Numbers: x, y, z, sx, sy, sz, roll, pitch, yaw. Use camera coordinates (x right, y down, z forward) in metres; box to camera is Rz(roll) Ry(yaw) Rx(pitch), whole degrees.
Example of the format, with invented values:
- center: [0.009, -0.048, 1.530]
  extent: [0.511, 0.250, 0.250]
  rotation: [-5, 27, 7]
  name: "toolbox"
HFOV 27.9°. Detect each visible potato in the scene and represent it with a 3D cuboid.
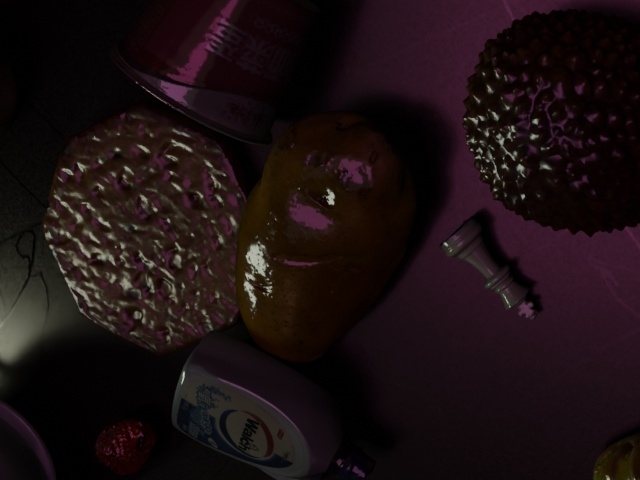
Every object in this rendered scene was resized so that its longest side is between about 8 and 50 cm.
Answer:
- center: [0.000, 0.000, 1.638]
  extent: [0.176, 0.195, 0.369]
  rotation: [57, 135, 44]
  name: "potato"

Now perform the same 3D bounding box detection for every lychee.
- center: [0.280, -0.129, 1.425]
  extent: [0.267, 0.267, 0.268]
  rotation: [6, 105, 22]
  name: "lychee"

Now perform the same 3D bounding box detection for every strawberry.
- center: [-0.281, 0.294, 1.867]
  extent: [0.096, 0.083, 0.083]
  rotation: [-27, 91, 22]
  name: "strawberry"

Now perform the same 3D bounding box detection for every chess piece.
- center: [0.216, 0.043, 1.605]
  extent: [0.059, 0.059, 0.149]
  rotation: [-41, 89, 26]
  name: "chess piece"

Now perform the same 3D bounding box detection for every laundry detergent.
- center: [-0.059, 0.253, 1.737]
  extent: [0.280, 0.105, 0.215]
  rotation: [28, 140, 8]
  name: "laundry detergent"

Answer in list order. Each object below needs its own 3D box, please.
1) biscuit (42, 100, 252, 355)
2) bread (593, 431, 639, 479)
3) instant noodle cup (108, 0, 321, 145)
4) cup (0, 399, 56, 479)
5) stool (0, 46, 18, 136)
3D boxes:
- center: [-0.231, -0.015, 1.787]
  extent: [0.359, 0.046, 0.359]
  rotation: [6, 106, 22]
  name: "biscuit"
- center: [0.400, 0.282, 1.566]
  extent: [0.157, 0.094, 0.083]
  rotation: [-17, 100, 34]
  name: "bread"
- center: [-0.119, -0.250, 1.590]
  extent: [0.234, 0.235, 0.178]
  rotation: [35, 105, 12]
  name: "instant noodle cup"
- center: [-0.597, 0.360, 1.949]
  extent: [0.274, 0.259, 0.357]
  rotation: [-44, 53, 26]
  name: "cup"
- center: [-0.565, -0.196, 1.764]
  extent: [0.179, 0.264, 0.179]
  rotation: [6, 104, 22]
  name: "stool"
